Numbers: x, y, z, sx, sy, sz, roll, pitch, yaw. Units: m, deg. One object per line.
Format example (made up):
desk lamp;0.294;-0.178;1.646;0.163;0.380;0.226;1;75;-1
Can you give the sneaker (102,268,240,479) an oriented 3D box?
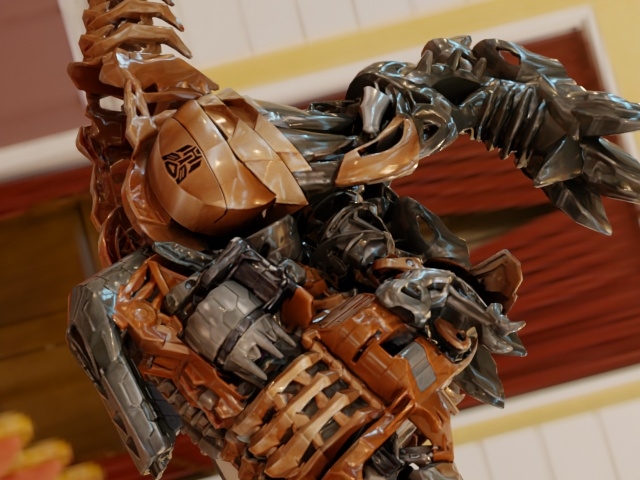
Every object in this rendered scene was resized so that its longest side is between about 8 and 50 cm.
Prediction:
sneaker;-0.031;0.033;0.886;0.086;0.163;0.226;8;35;-50

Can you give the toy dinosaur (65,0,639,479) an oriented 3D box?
toy dinosaur;-0.004;-0.006;0.549;0.164;0.218;0.322;-33;-110;52
